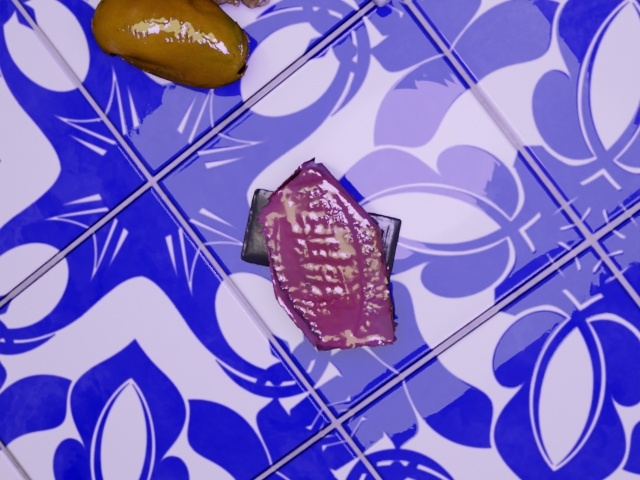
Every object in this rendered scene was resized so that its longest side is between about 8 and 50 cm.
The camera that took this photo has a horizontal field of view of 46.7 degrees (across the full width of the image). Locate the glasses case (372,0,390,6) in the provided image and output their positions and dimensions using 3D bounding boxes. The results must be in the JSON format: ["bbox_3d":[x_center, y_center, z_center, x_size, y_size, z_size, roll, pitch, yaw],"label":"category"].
[{"bbox_3d":[0.063,-0.433,1.126,0.041,0.063,0.164,-26,91,8],"label":"glasses case"}]

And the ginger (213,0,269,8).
[{"bbox_3d":[-0.081,-0.431,1.148,0.214,0.059,0.132,-6,85,6],"label":"ginger"}]

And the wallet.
[{"bbox_3d":[0.000,0.000,1.183,0.244,0.025,0.124,12,98,4],"label":"wallet"}]

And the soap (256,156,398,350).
[{"bbox_3d":[0.009,0.019,1.118,0.182,0.112,0.289,-9,97,5],"label":"soap"}]

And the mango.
[{"bbox_3d":[-0.223,-0.309,1.115,0.249,0.156,0.151,22,117,9],"label":"mango"}]
